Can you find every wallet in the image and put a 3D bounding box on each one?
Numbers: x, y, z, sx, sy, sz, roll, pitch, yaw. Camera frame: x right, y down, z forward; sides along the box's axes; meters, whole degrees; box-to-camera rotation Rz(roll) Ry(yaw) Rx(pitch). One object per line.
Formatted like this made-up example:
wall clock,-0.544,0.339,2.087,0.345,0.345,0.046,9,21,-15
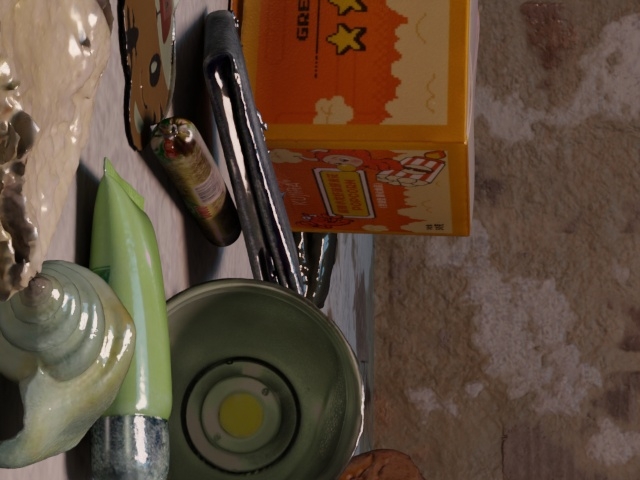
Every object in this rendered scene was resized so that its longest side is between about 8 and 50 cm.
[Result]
wallet,0.000,0.000,1.767,0.245,0.052,0.168,-18,112,-86
wallet,-0.051,-0.052,1.095,0.167,0.036,0.222,-100,175,-69

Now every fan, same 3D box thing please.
fan,-0.104,-0.156,0.961,0.226,0.008,0.152,-73,162,-68

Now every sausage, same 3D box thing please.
sausage,-0.083,-0.037,1.020,0.269,0.033,0.033,73,18,-75

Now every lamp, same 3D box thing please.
lamp,-0.054,0.110,0.958,0.227,0.147,0.172,101,-32,-78

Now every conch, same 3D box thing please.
conch,-0.113,0.054,0.633,0.180,0.065,0.088,91,1,-67

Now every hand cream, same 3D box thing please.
hand cream,-0.107,0.051,0.800,0.095,0.046,0.175,59,25,-76

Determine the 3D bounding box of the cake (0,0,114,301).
cake,-0.121,-0.092,0.441,0.116,0.086,0.220,-81,169,-52

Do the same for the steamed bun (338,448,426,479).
steamed bun,0.030,0.370,1.419,0.251,0.199,0.301,47,40,-59

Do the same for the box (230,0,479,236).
box,0.040,-0.164,1.353,0.283,0.214,0.259,67,27,-72
